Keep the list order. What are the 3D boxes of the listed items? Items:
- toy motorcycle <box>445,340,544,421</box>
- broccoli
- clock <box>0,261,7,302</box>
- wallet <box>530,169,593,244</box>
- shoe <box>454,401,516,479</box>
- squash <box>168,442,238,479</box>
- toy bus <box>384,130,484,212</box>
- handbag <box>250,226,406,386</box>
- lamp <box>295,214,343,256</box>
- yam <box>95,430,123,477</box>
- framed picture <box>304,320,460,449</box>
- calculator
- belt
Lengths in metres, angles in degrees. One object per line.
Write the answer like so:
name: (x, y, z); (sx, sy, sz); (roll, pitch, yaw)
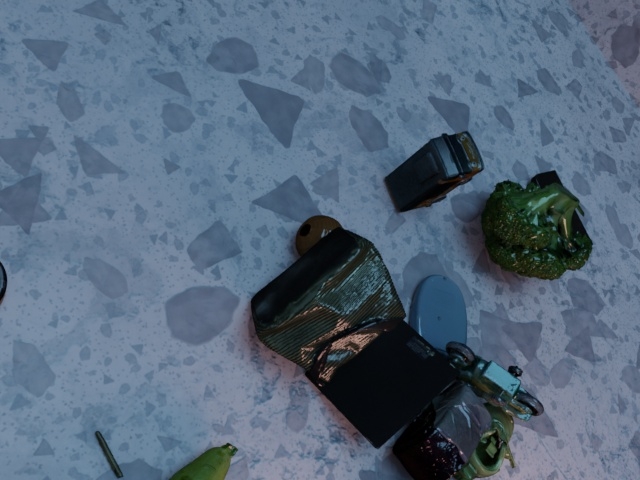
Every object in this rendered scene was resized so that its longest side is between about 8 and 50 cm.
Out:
toy motorcycle: (0.449, 0.385, 1.689); (0.296, 0.198, 0.109); (35, 68, 13)
broccoli: (0.654, -0.040, 1.946); (0.413, 0.321, 0.310); (23, 89, -22)
clock: (-0.710, 0.087, 1.248); (0.156, 0.063, 0.229); (14, 62, -25)
wallet: (0.852, -0.101, 2.234); (0.165, 0.042, 0.309); (-17, 79, -36)
shoe: (0.449, 0.549, 1.686); (0.262, 0.128, 0.140); (-32, 101, -33)
squash: (-0.292, 0.546, 1.255); (0.118, 0.118, 0.370); (44, 54, -6)
toy bus: (0.326, -0.196, 1.832); (0.167, 0.275, 0.138); (-14, 77, -32)
handbag: (0.022, 0.157, 1.492); (0.341, 0.247, 0.240); (-39, 106, -3)
lamp: (0.000, 0.000, 1.647); (0.136, 0.136, 0.136); (12, 64, -25)
yam: (-0.432, 0.437, 1.284); (0.014, 0.014, 0.107); (-27, 84, -35)
framed picture: (0.164, 0.339, 1.603); (0.339, 0.014, 0.255); (-30, 61, -35)
calculator: (0.339, 0.241, 1.792); (0.188, 0.042, 0.302); (19, 61, -23)
belt: (0.306, 0.472, 1.589); (0.164, 0.184, 0.289); (50, 52, 5)
